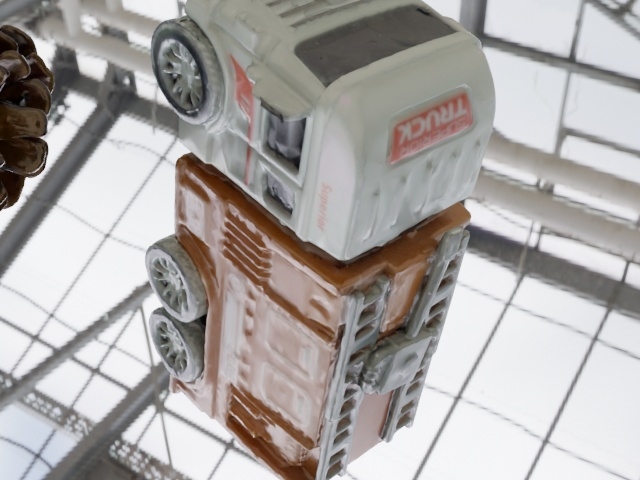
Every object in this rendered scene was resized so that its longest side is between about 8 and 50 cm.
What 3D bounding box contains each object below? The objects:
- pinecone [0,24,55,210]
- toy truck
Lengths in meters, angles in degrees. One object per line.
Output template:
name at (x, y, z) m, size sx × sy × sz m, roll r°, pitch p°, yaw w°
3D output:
pinecone at (-0.297, -0.099, 0.752) m, size 0.207 × 0.208 × 0.208 m, roll -1°, pitch -138°, yaw 1°
toy truck at (0.000, 0.000, 0.702) m, size 0.173 × 0.388 × 0.207 m, roll -28°, pitch -127°, yaw -33°
